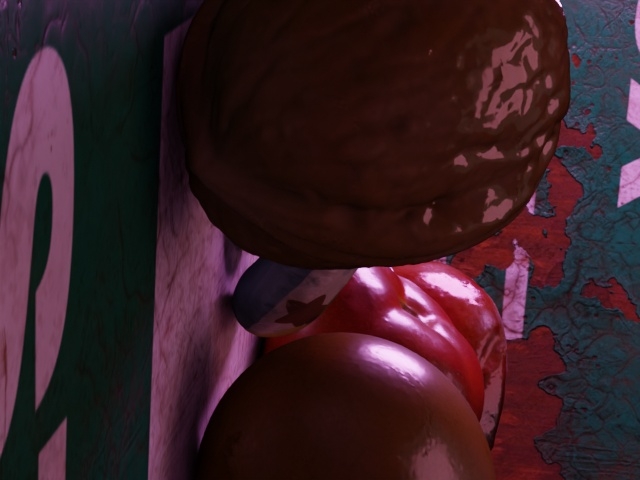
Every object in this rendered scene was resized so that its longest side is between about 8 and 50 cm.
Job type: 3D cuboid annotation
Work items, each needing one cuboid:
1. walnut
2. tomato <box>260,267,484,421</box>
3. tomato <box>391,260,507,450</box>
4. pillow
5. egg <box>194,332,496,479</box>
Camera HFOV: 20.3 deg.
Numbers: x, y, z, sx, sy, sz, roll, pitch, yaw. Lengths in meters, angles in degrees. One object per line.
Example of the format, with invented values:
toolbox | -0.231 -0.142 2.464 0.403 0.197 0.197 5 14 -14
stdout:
walnut | 0.037 -0.116 1.426 0.333 0.332 0.333 5 90 -84
tomato | 0.047 0.157 2.061 0.226 0.298 0.298 -45 180 10
tomato | 0.076 0.172 2.285 0.143 0.338 0.338 10 84 -54
pillow | 0.000 0.000 1.780 0.233 0.086 0.214 -51 -173 3
egg | 0.023 0.235 1.661 0.351 0.282 0.283 75 21 -58
